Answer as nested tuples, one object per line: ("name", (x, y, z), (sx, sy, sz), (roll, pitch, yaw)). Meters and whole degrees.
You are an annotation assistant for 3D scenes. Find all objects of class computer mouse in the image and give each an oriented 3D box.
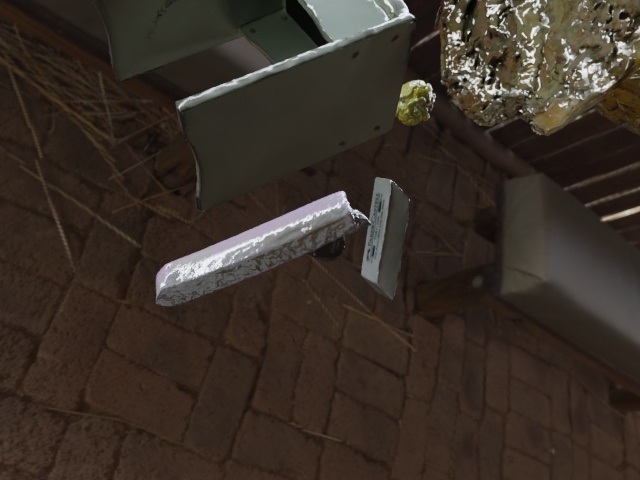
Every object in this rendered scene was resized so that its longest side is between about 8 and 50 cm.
("computer mouse", (0.000, 0.000, 1.512), (0.172, 0.057, 0.098), (26, 76, -52))

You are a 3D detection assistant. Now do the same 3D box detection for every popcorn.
("popcorn", (0.250, -0.362, 1.641), (0.116, 0.121, 0.106), (49, 18, -15))

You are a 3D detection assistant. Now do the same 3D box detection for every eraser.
("eraser", (0.189, -0.005, 1.821), (0.077, 0.111, 0.352), (4, 99, -24))

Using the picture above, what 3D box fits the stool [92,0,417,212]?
("stool", (-0.077, -0.211, 0.688), (0.270, 0.170, 0.243), (-26, 63, -18))

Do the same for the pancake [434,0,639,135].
("pancake", (0.307, -0.321, 0.846), (0.071, 0.382, 0.382), (12, 65, -37))

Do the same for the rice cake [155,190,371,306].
("rice cake", (-0.110, 0.014, 1.081), (0.064, 0.399, 0.070), (64, 5, -45))

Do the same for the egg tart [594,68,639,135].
("egg tart", (0.543, -0.250, 1.019), (0.291, 0.291, 0.107), (28, 101, -30))
